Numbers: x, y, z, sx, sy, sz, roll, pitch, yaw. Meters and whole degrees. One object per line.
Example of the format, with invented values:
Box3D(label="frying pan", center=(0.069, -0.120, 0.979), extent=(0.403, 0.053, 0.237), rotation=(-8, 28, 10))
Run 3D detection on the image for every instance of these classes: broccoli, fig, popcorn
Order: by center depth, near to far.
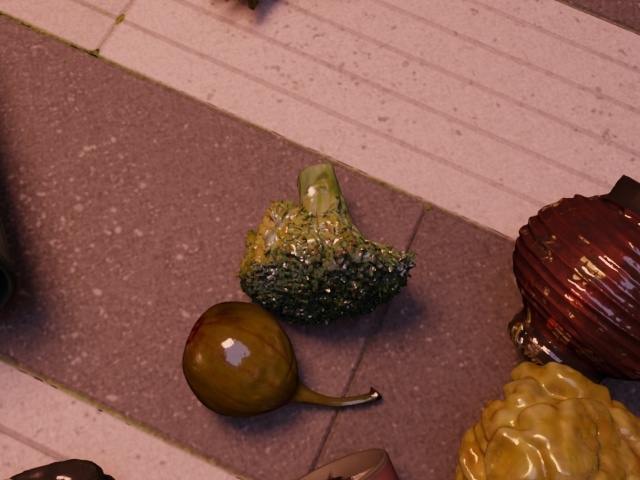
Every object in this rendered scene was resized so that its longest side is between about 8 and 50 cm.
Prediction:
Box3D(label="popcorn", center=(0.243, 0.243, 0.616), extent=(0.217, 0.181, 0.235), rotation=(11, 57, -11))
Box3D(label="fig", center=(-0.040, 0.151, 0.710), extent=(0.236, 0.124, 0.124), rotation=(25, 70, -20))
Box3D(label="broccoli", center=(0.000, 0.000, 0.728), extent=(0.220, 0.194, 0.194), rotation=(-16, 71, 21))

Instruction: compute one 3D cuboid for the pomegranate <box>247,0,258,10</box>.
Box3D(label="pomegranate", center=(-0.028, -0.449, 0.862), extent=(0.231, 0.231, 0.286), rotation=(13, 100, 0))

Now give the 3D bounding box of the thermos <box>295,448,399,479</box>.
Box3D(label="thermos", center=(0.069, 0.354, 0.622), extent=(0.176, 0.146, 0.265), rotation=(-25, 84, -24))

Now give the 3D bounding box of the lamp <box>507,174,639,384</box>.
Box3D(label="lamp", center=(0.319, 0.056, 0.694), extent=(0.247, 0.247, 0.247), rotation=(1, 71, -4))

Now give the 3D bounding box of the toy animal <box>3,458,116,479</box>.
Box3D(label="toy animal", center=(-0.251, 0.321, 0.629), extent=(0.146, 0.114, 0.245), rotation=(-33, 98, -7))

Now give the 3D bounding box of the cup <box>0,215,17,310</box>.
Box3D(label="cup", center=(-0.546, -0.074, 0.635), extent=(0.401, 0.310, 0.392), rotation=(-15, 68, -11))
